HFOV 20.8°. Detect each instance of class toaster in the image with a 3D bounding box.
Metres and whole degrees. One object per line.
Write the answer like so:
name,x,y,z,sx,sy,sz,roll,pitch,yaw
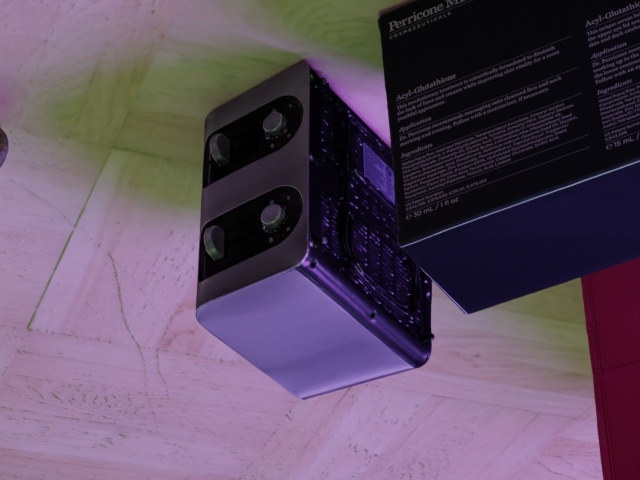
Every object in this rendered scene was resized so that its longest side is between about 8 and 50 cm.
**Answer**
toaster,0.000,0.000,1.179,0.110,0.168,0.186,-20,141,27

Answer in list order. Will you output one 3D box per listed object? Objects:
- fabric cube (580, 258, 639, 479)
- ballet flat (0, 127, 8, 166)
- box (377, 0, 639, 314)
fabric cube,0.366,0.111,1.286,0.258,0.259,0.254,-21,142,27
ballet flat,-0.309,-0.122,1.041,0.123,0.123,0.348,-18,142,20
box,0.175,-0.089,1.047,0.261,0.184,0.103,-20,144,22
